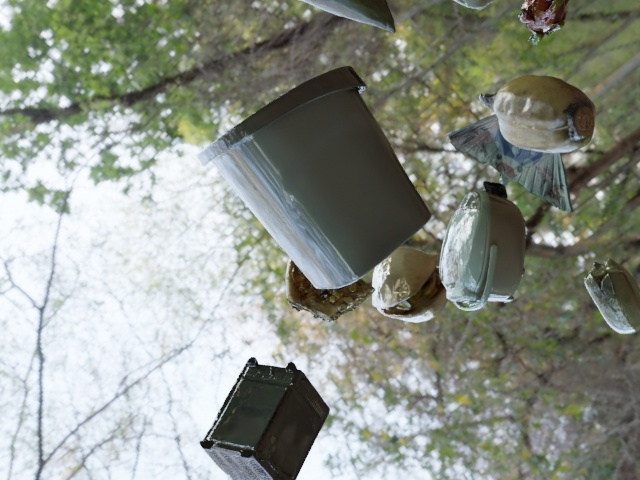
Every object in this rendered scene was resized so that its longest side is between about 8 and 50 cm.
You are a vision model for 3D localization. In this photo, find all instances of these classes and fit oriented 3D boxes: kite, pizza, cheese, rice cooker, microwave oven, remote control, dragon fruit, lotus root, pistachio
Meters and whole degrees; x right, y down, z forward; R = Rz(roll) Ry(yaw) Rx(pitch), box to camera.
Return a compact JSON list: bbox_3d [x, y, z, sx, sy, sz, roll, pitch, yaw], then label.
[{"bbox_3d":[0.383,-0.151,1.800,0.011,0.314,0.335,2,-153,-48],"label":"kite"},{"bbox_3d":[0.019,0.116,2.110,0.226,0.069,0.147,23,-123,-4],"label":"pizza"},{"bbox_3d":[0.640,0.117,1.924,0.202,0.091,0.175,22,-141,-61],"label":"cheese"},{"bbox_3d":[0.280,0.019,1.529,0.127,0.145,0.206,5,-97,-15],"label":"rice cooker"},{"bbox_3d":[-0.129,0.416,2.001,0.247,0.188,0.178,-59,-42,-32],"label":"microwave oven"},{"bbox_3d":[0.324,-0.089,1.638,0.096,0.014,0.039,1,-103,-58],"label":"remote control"},{"bbox_3d":[0.568,-0.594,2.222,0.138,0.175,0.142,-24,-102,-35],"label":"dragon fruit"},{"bbox_3d":[0.340,-0.201,1.401,0.221,0.118,0.125,31,135,56],"label":"lotus root"},{"bbox_3d":[0.227,0.118,2.289,0.193,0.214,0.318,53,-173,-8],"label":"pistachio"}]

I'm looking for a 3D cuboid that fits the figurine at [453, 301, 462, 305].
[{"bbox_3d":[0.413,0.065,2.333,0.137,0.112,0.229,20,-107,-39],"label":"figurine"}]

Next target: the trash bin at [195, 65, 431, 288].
[{"bbox_3d":[0.000,-0.081,1.199,0.250,0.219,0.220,55,163,-9],"label":"trash bin"}]

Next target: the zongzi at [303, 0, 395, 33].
[{"bbox_3d":[-0.103,-0.451,1.368,0.356,0.174,0.393,-6,-126,-25],"label":"zongzi"}]

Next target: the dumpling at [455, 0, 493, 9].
[{"bbox_3d":[0.266,-0.533,1.661,0.151,0.124,0.228,-26,-97,-19],"label":"dumpling"}]

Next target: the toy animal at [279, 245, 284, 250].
[{"bbox_3d":[-0.020,-0.002,2.286,0.181,0.180,0.362,77,177,-86],"label":"toy animal"}]
